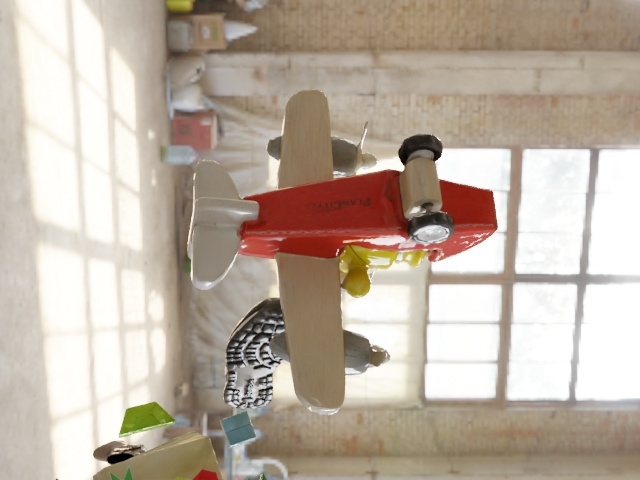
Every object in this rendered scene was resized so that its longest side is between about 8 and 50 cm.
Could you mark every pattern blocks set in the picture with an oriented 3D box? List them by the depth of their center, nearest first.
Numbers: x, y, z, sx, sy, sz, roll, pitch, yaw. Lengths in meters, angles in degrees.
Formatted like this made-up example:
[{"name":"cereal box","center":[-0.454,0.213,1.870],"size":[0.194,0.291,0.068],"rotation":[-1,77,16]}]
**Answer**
[{"name":"pattern blocks set","center":[-0.235,0.381,1.276],"size":[0.026,0.325,0.285],"rotation":[116,-35,-58]}]

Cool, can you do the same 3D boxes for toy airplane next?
[{"name":"toy airplane","center":[0.000,0.000,1.197],"size":[0.386,0.384,0.272],"rotation":[-48,155,-15]}]

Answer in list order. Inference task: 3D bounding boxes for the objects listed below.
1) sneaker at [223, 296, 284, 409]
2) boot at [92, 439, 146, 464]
[{"name":"sneaker","center":[-0.110,0.156,1.392],"size":[0.283,0.107,0.124],"rotation":[114,-23,-47]},{"name":"boot","center":[-0.379,0.398,1.585],"size":[0.087,0.118,0.042],"rotation":[11,68,-84]}]
